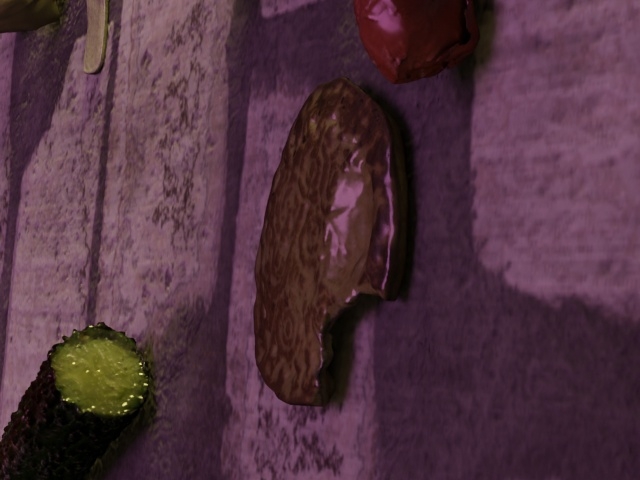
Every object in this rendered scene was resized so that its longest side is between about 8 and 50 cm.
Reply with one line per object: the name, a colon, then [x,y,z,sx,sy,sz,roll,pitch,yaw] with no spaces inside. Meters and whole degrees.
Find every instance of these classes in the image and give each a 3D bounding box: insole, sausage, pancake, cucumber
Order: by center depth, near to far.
sausage: [0.056,-0.161,1.091,0.076,0.076,0.141,140,130,-57]
pancake: [0.000,0.000,1.227,0.235,0.029,0.212,124,145,-45]
cucumber: [-0.250,0.194,1.666,0.359,0.096,0.096,128,141,-53]
insole: [-0.219,-0.260,1.794,0.063,0.010,0.192,174,102,-65]

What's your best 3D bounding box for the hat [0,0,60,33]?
hat: [-0.349,-0.321,1.893,0.166,0.144,0.173,33,140,22]
